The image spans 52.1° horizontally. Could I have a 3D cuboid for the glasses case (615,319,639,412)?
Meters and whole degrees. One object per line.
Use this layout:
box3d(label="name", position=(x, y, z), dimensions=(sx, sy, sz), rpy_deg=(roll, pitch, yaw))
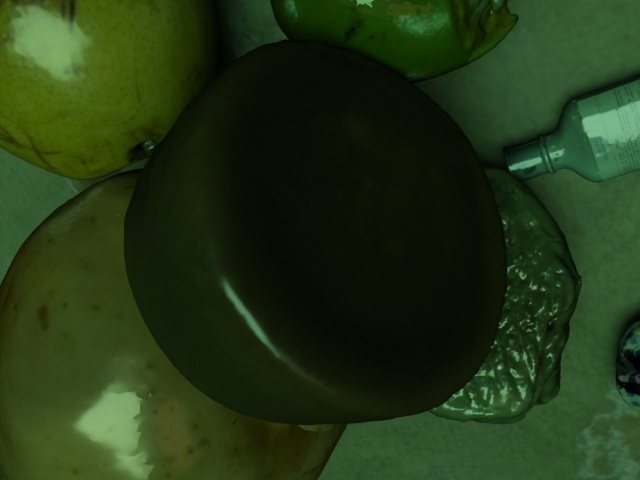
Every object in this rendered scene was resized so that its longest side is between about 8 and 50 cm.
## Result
box3d(label="glasses case", position=(0.488, 0.146, 0.690), dimensions=(0.327, 0.076, 0.125), rpy_deg=(4, 116, 14))

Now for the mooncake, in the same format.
box3d(label="mooncake", position=(0.000, 0.000, 0.501), dimensions=(0.284, 0.284, 0.155), rpy_deg=(48, 139, -9))

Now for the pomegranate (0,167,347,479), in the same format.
box3d(label="pomegranate", position=(-0.135, 0.122, 0.679), dimensions=(0.411, 0.411, 0.412), rpy_deg=(6, 115, 13))

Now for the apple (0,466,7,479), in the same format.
box3d(label="apple", position=(-0.405, 0.341, 0.940), dimensions=(0.262, 0.262, 0.262), rpy_deg=(6, 115, 13))

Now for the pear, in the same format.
box3d(label="pear", position=(-0.231, -0.194, 0.626), dimensions=(0.280, 0.281, 0.281), rpy_deg=(6, 115, 13))

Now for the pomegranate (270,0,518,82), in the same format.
box3d(label="pomegranate", position=(0.066, -0.242, 0.510), dimensions=(0.235, 0.302, 0.236), rpy_deg=(-1, 97, -5))

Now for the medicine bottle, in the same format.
box3d(label="medicine bottle", position=(0.287, -0.107, 0.643), dimensions=(0.208, 0.054, 0.090), rpy_deg=(-18, 109, 25))

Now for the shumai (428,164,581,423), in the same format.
box3d(label="shumai", position=(0.150, 0.064, 0.709), dimensions=(0.225, 0.222, 0.261), rpy_deg=(-8, 80, 8))
